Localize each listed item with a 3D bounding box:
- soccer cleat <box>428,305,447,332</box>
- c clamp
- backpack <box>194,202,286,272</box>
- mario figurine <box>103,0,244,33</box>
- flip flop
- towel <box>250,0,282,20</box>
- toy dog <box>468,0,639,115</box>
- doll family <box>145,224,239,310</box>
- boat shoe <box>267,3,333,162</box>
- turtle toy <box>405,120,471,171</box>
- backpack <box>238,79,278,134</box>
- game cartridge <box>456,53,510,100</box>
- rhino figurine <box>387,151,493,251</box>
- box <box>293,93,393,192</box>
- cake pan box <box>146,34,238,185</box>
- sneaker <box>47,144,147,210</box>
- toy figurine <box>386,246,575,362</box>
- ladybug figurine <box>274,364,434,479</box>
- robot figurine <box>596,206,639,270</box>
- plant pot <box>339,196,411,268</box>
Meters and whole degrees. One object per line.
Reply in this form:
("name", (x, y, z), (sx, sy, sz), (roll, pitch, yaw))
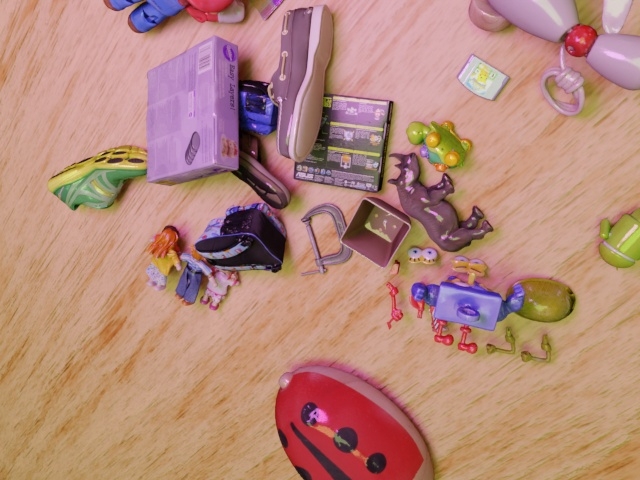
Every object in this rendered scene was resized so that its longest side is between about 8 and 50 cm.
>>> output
("soccer cleat", (0.251, 0.158, 1.044), (0.035, 0.029, 0.083), (-9, 106, 13))
("c clamp", (0.000, 0.000, 1.090), (0.137, 0.022, 0.161), (-7, 104, 22))
("backpack", (-0.180, 0.000, 1.082), (0.173, 0.117, 0.158), (-8, 146, 24))
("mario figurine", (-0.270, -0.513, 0.960), (0.320, 0.198, 0.170), (4, 102, 33))
("flip flop", (-0.152, -0.180, 1.055), (0.277, 0.112, 0.080), (42, 73, 17))
("towel", (-0.103, -0.495, 0.988), (0.083, 0.009, 0.060), (-37, 90, 24))
("toy dog", (0.388, -0.377, 0.765), (0.333, 0.220, 0.161), (44, 84, -5))
("doll family", (-0.328, 0.063, 1.174), (0.262, 0.118, 0.163), (28, 113, 10))
("boat shoe", (-0.046, -0.298, 0.933), (0.091, 0.109, 0.305), (7, 83, 18))
("turtle toy", (0.220, -0.181, 0.926), (0.130, 0.095, 0.066), (45, 136, 4))
("backpack", (-0.138, -0.279, 1.017), (0.120, 0.098, 0.101), (19, 115, 13))
("game cartridge", (0.296, -0.296, 0.898), (0.083, 0.017, 0.056), (35, 118, 8))
("rhino figurine", (0.216, -0.079, 0.961), (0.243, 0.073, 0.106), (48, 112, 3))
("box", (0.042, -0.203, 1.004), (0.190, 0.045, 0.184), (11, 107, 18))
("cake pan box", (-0.270, -0.260, 1.010), (0.245, 0.070, 0.267), (-7, 83, 38))
("sneaker", (-0.527, -0.149, 1.208), (0.295, 0.109, 0.124), (-12, 124, 21))
("toy figurine", (0.289, 0.141, 0.902), (0.362, 0.217, 0.192), (14, 98, 12))
("ladybug figurine", (0.060, 0.486, 1.135), (0.449, 0.162, 0.305), (41, 115, 5))
("robot figurine", (0.544, -0.001, 0.866), (0.101, 0.067, 0.115), (27, 114, -2))
("plant pot", (0.121, -0.027, 0.995), (0.109, 0.096, 0.109), (32, 117, 8))
